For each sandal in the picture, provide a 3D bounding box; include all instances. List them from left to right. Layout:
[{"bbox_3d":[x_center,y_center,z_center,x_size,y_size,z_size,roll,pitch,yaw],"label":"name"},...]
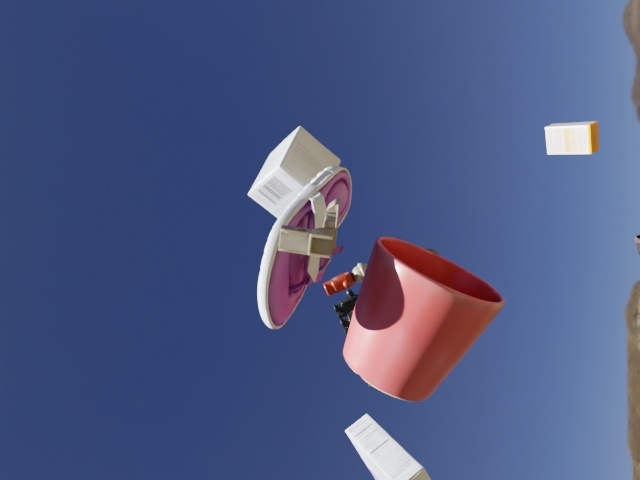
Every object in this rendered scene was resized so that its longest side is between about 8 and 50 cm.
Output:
[{"bbox_3d":[-0.004,-0.011,1.067,0.169,0.102,0.416,70,-146,-41],"label":"sandal"}]

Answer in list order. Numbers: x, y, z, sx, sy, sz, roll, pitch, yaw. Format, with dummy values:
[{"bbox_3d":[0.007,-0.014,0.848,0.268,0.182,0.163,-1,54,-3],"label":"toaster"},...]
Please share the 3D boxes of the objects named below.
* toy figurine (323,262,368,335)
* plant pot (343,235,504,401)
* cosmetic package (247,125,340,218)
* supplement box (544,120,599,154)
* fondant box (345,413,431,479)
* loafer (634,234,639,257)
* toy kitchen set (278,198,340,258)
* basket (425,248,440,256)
[{"bbox_3d":[0.120,0.194,1.552,0.148,0.209,0.213,-25,-41,-2],"label":"toy figurine"},{"bbox_3d":[0.181,0.158,1.069,0.275,0.275,0.243,7,-69,-52],"label":"plant pot"},{"bbox_3d":[-0.066,-0.167,1.437,0.151,0.151,0.183,39,-134,-19],"label":"cosmetic package"},{"bbox_3d":[0.528,-0.214,1.148,0.036,0.099,0.062,-27,-67,-34],"label":"supplement box"},{"bbox_3d":[0.227,0.691,1.614,0.096,0.330,0.238,-34,-70,-13],"label":"fondant box"},{"bbox_3d":[0.987,-0.005,1.451,0.109,0.303,0.095,-27,-91,-35],"label":"loafer"},{"bbox_3d":[-0.012,-0.026,0.772,0.083,0.075,0.068,-73,-9,-68],"label":"toy kitchen set"},{"bbox_3d":[0.390,0.154,1.864,0.205,0.154,0.226,7,-134,-35],"label":"basket"}]
